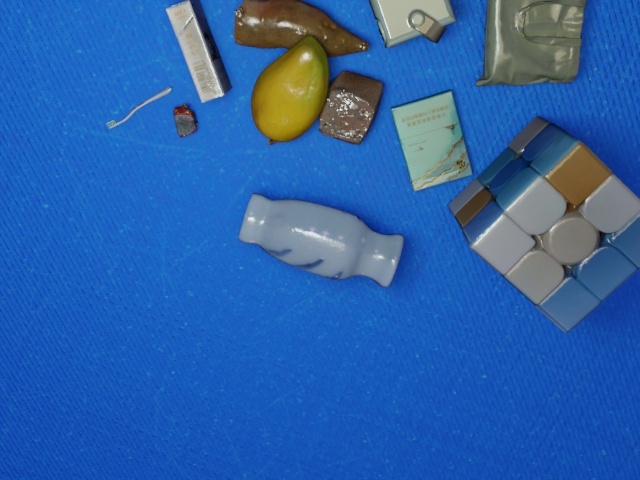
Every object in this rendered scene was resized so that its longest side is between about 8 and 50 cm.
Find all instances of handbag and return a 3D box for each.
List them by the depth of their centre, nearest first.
[{"bbox_3d":[0.510,-0.532,1.730,0.253,0.109,0.315,-1,108,-4],"label":"handbag"}]

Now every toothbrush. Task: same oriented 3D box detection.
[{"bbox_3d":[-0.469,-0.344,1.861,0.204,0.017,0.022,-27,125,10],"label":"toothbrush"}]

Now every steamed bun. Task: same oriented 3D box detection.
[{"bbox_3d":[0.072,-0.334,1.805,0.145,0.106,0.175,18,110,-5],"label":"steamed bun"}]

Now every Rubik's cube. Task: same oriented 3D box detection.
[{"bbox_3d":[0.571,-0.050,1.765,0.347,0.346,0.344,40,104,-11],"label":"Rubik's cube"}]

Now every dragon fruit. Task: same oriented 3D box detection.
[{"bbox_3d":[-0.348,-0.315,1.848,0.056,0.060,0.083,-10,135,-2],"label":"dragon fruit"}]

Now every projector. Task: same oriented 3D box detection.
[{"bbox_3d":[0.206,-0.571,1.694,0.177,0.163,0.242,-20,105,9],"label":"projector"}]

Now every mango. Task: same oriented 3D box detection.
[{"bbox_3d":[-0.074,-0.360,1.761,0.176,0.119,0.317,34,128,-2],"label":"mango"}]

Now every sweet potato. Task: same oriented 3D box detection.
[{"bbox_3d":[-0.044,-0.517,1.739,0.337,0.131,0.131,7,109,-2],"label":"sweet potato"}]

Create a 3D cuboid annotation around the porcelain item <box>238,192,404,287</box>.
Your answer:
[{"bbox_3d":[0.000,0.000,1.853,0.405,0.242,0.178,16,89,-1],"label":"porcelain item"}]

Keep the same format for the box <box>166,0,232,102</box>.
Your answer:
[{"bbox_3d":[-0.292,-0.464,1.747,0.067,0.149,0.233,-18,107,4],"label":"box"}]

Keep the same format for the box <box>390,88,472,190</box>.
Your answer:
[{"bbox_3d":[0.288,-0.257,1.860,0.162,0.041,0.229,-16,107,7],"label":"box"}]
